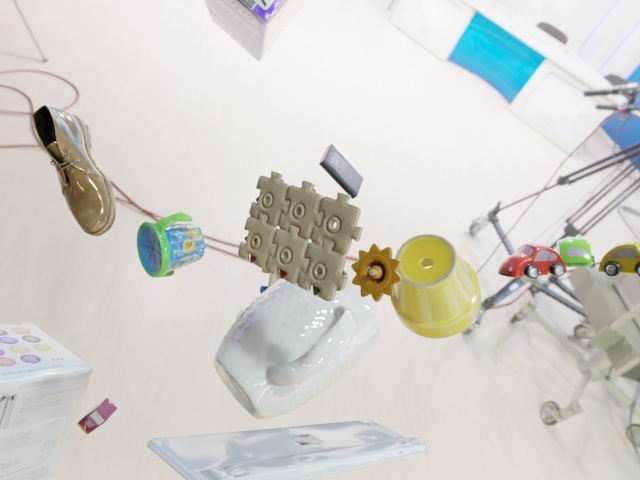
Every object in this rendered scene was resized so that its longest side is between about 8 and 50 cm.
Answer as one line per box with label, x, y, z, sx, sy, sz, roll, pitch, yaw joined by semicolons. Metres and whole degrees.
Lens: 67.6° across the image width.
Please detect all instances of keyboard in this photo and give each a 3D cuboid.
keyboard;-0.004;0.161;0.373;0.256;0.072;0.014;21;77;-48

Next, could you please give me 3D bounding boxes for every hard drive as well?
hard drive;0.059;-0.186;1.285;0.135;0.022;0.094;44;39;-19

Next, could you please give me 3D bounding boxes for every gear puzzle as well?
gear puzzle;0.000;0.000;0.797;0.339;0.175;0.044;22;9;38

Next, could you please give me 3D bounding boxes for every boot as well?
boot;-0.535;-0.150;1.022;0.305;0.112;0.115;65;4;12

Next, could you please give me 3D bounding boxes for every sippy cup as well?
sippy cup;-0.618;0.022;2.016;0.224;0.305;0.240;-13;89;-43

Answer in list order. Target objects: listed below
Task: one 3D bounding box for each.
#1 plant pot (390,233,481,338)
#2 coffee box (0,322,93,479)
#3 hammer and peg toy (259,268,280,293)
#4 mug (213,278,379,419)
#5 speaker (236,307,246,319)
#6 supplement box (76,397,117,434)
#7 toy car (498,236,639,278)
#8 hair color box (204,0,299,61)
plant pot;0.306;0.113;1.325;0.254;0.239;0.254;-10;55;15
coffee box;-0.903;0.444;1.284;0.334;0.338;0.337;22;4;28
hammer and peg toy;-0.196;0.291;2.188;0.127;0.266;0.361;3;76;16
mug;-0.050;0.234;1.087;0.328;0.374;0.276;-37;96;-27
speaker;-0.200;0.264;1.506;0.136;0.055;0.055;25;34;28
supplement box;-0.585;0.460;1.252;0.043;0.083;0.055;51;17;-7
toy car;0.416;0.023;0.779;0.239;0.053;0.225;-2;3;21
hair color box;-0.058;-0.355;0.619;0.110;0.185;0.339;38;6;-14
